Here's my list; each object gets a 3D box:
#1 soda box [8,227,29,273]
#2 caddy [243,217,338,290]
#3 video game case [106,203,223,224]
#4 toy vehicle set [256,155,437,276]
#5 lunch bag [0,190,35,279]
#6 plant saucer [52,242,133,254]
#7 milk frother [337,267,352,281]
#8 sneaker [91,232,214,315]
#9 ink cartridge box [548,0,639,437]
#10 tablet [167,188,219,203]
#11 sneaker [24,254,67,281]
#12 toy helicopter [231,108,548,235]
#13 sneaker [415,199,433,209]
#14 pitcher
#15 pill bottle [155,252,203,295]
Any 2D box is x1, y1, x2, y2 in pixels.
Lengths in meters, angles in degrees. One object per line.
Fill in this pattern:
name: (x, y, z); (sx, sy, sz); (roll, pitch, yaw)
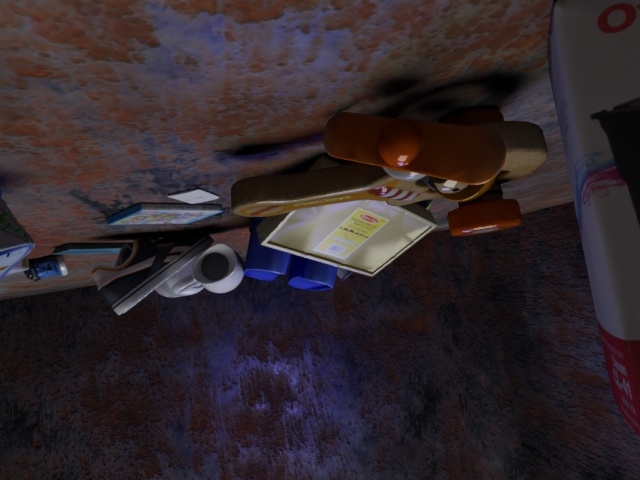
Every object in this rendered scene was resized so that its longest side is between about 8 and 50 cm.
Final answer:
soda box: (-0.591, 0.033, 0.731); (0.216, 0.074, 0.069); (-12, 175, 29)
caddy: (-0.071, 0.019, 1.114); (0.241, 0.179, 0.341); (15, 168, -12)
video game case: (-0.281, -0.047, 0.782); (0.119, 0.015, 0.166); (-13, 175, 38)
toy vehicle set: (0.050, -0.023, 0.702); (0.266, 0.035, 0.166); (19, 131, -40)
lunch bag: (-0.466, 0.058, 0.436); (0.303, 0.115, 0.243); (-33, -176, 21)
plant saucer: (-0.547, 0.019, 1.050); (0.067, 0.018, 0.192); (-11, 176, 22)
milk frother: (0.061, 0.033, 1.267); (0.129, 0.135, 0.143); (-43, 172, 12)
sneaker: (-0.397, 0.038, 1.046); (0.126, 0.127, 0.321); (-34, -173, 37)
ink cartridge box: (0.300, -0.035, 0.282); (0.226, 0.307, 0.131); (-12, 175, 27)
tablet: (-0.204, -0.071, 0.696); (0.054, 0.006, 0.083); (-11, 176, 8)
sneaker: (-0.713, 0.073, 1.105); (0.084, 0.058, 0.152); (-17, -172, -40)
toy helicopter: (0.060, -0.069, 0.477); (0.354, 0.140, 0.235); (-8, 174, 12)
sneaker: (0.062, -0.064, 0.753); (0.299, 0.111, 0.121); (-15, 166, -1)
pitcher: (-0.288, 0.086, 1.116); (0.177, 0.126, 0.207); (-29, 176, -8)
pill bottle: (-0.490, 0.116, 1.521); (0.160, 0.161, 0.283); (-7, 175, -36)
